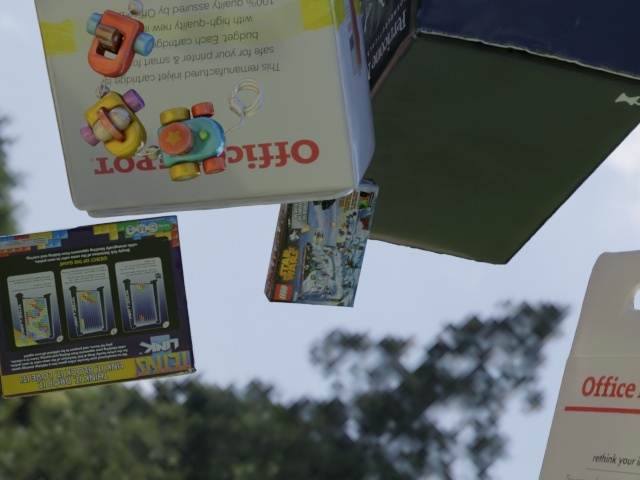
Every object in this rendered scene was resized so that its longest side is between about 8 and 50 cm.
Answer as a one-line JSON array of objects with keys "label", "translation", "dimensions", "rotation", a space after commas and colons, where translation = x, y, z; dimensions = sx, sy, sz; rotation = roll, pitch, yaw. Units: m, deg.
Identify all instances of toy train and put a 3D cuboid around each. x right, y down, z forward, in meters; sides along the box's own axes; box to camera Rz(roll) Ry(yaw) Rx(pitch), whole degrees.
[{"label": "toy train", "translation": [-0.137, -0.121, 1.537], "dimensions": [0.166, 0.125, 0.046], "rotation": [27, 3, 16]}]

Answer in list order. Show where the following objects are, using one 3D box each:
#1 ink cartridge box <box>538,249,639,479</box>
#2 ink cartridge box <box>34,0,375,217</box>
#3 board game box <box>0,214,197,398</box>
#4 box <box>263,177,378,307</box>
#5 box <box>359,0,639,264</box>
[{"label": "ink cartridge box", "translation": [0.234, 0.186, 1.217], "dimensions": [0.119, 0.353, 0.207], "rotation": [19, -10, -22]}, {"label": "ink cartridge box", "translation": [-0.113, -0.234, 1.752], "dimensions": [0.160, 0.279, 0.385], "rotation": [-61, 146, -69]}, {"label": "board game box", "translation": [-0.201, 0.056, 1.645], "dimensions": [0.048, 0.170, 0.141], "rotation": [-171, -105, -81]}, {"label": "box", "translation": [0.000, 0.000, 1.934], "dimensions": [0.027, 0.094, 0.137], "rotation": [-125, -137, -62]}, {"label": "box", "translation": [0.176, -0.292, 2.141], "dimensions": [0.297, 0.472, 0.480], "rotation": [10, -26, -13]}]
